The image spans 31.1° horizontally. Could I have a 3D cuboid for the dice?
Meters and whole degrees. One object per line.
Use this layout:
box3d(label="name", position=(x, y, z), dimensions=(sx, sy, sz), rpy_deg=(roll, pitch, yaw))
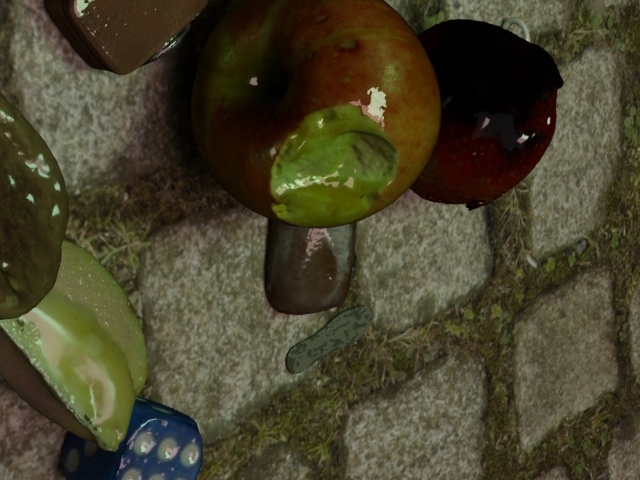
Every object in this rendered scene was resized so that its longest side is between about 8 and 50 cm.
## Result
box3d(label="dice", position=(-0.256, 0.290, 1.575), dimensions=(0.143, 0.146, 0.146), rpy_deg=(23, 83, -42))

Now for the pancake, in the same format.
box3d(label="pancake", position=(-0.379, -0.060, 1.318), dimensions=(0.294, 0.049, 0.294), rpy_deg=(52, 28, -43))

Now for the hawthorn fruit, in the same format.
box3d(label="hawthorn fruit", position=(0.226, -0.197, 1.764), dimensions=(0.316, 0.316, 0.316), rpy_deg=(-15, 112, -40))

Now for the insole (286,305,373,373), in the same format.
box3d(label="insole", position=(0.017, 0.160, 1.883), dimensions=(0.193, 0.006, 0.065), rpy_deg=(-30, 122, -33))

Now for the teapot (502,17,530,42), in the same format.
box3d(label="teapot", position=(0.345, -0.273, 2.003), dimensions=(0.145, 0.092, 0.226), rpy_deg=(-11, 107, -42))

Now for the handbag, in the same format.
box3d(label="handbag", position=(-0.238, -0.305, 1.457), dimensions=(0.193, 0.072, 0.151), rpy_deg=(-46, 130, -25))

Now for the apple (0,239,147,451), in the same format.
box3d(label="apple", position=(-0.326, 0.121, 1.471), dimensions=(0.265, 0.120, 0.193), rpy_deg=(56, 41, -26))

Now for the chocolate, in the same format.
box3d(label="chocolate", position=(0.001, -0.001, 1.765), dimensions=(0.161, 0.083, 0.261), rpy_deg=(-12, 112, -39))

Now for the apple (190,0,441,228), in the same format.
box3d(label="apple", position=(0.001, -0.179, 1.540), dimensions=(0.339, 0.339, 0.339), rpy_deg=(-15, 112, -40))
